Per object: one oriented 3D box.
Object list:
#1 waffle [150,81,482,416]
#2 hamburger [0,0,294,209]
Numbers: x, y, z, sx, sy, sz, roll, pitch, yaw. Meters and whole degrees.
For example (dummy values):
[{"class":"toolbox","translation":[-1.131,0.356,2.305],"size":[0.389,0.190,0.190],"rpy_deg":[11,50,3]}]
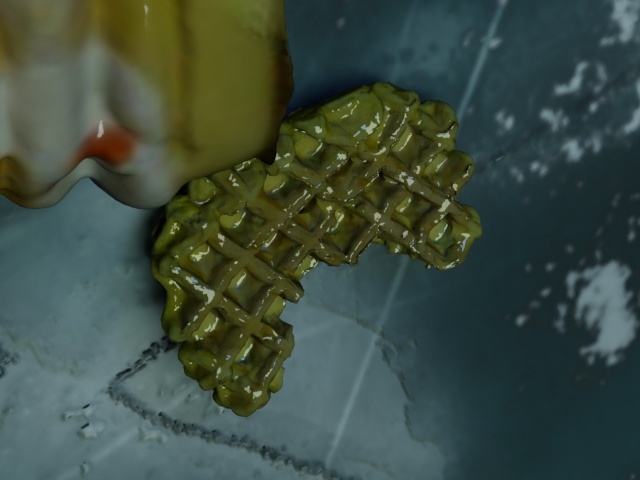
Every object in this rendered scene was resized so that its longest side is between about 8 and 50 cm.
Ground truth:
[{"class":"waffle","translation":[-0.002,-0.001,0.962],"size":[0.194,0.051,0.149],"rpy_deg":[-25,119,-22]},{"class":"hamburger","translation":[-0.147,-0.139,0.721],"size":[0.237,0.276,0.276],"rpy_deg":[-12,115,-11]}]
